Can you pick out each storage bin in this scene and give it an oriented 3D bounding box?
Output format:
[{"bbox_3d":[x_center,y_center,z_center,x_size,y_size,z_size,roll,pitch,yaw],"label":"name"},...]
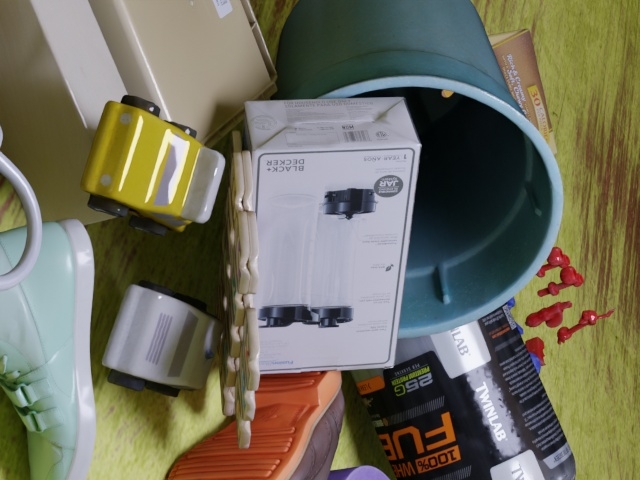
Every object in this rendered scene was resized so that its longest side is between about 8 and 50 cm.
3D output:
[{"bbox_3d":[-0.175,-0.222,1.634,0.262,0.123,0.260,68,28,-16],"label":"storage bin"}]

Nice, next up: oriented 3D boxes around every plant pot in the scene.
[{"bbox_3d":[0.080,-0.125,1.843,0.341,0.341,0.334,57,18,-33],"label":"plant pot"}]

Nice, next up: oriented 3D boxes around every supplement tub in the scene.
[{"bbox_3d":[0.171,0.214,1.953,0.207,0.207,0.338,-20,85,-62],"label":"supplement tub"}]

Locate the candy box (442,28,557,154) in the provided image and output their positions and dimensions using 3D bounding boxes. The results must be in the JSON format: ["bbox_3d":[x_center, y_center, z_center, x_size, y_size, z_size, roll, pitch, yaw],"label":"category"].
[{"bbox_3d":[0.175,-0.172,2.202,0.316,0.087,0.183,-16,94,-43],"label":"candy box"}]

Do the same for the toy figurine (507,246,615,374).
[{"bbox_3d":[0.250,0.133,2.176,0.362,0.191,0.217,43,37,-43],"label":"toy figurine"}]

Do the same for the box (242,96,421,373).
[{"bbox_3d":[0.000,0.000,1.660,0.087,0.169,0.290,-105,-166,-51],"label":"box"}]

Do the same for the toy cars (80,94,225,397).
[{"bbox_3d":[-0.130,0.023,1.493,0.176,0.087,0.394,-57,156,-43],"label":"toy cars"}]

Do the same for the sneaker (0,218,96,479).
[{"bbox_3d":[-0.272,0.111,1.381,0.151,0.094,0.256,-7,107,-28],"label":"sneaker"}]

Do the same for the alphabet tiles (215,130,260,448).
[{"bbox_3d":[-0.083,0.047,1.597,0.284,0.021,0.278,101,-15,-55],"label":"alphabet tiles"}]

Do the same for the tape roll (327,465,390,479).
[{"bbox_3d":[0.029,0.348,1.821,0.189,0.080,0.189,32,52,-52],"label":"tape roll"}]

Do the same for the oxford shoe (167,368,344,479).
[{"bbox_3d":[-0.052,0.246,1.670,0.364,0.130,0.133,-49,130,-55],"label":"oxford shoe"}]

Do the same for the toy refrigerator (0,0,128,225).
[{"bbox_3d":[-0.249,-0.151,1.488,0.270,0.102,0.094,68,29,-17],"label":"toy refrigerator"}]

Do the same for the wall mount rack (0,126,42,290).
[{"bbox_3d":[-0.352,-0.116,1.258,0.350,0.130,0.304,50,42,-37],"label":"wall mount rack"}]
